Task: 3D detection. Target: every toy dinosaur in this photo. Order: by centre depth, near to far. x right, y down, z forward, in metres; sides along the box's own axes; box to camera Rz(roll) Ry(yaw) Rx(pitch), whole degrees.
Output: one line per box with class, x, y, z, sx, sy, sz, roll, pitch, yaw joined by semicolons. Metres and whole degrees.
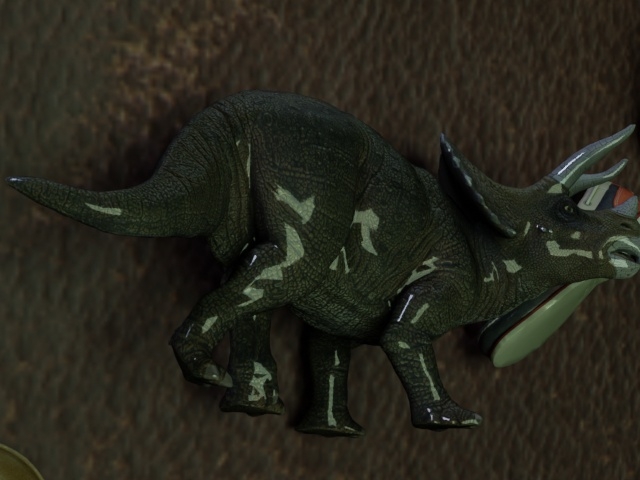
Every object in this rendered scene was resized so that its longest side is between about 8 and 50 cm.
toy dinosaur;0.000;0.000;0.561;0.314;0.121;0.160;16;70;-28

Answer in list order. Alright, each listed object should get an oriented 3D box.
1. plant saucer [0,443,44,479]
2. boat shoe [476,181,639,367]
plant saucer;-0.150;0.121;0.503;0.083;0.015;0.083;-1;92;-33
boat shoe;0.128;0.016;0.668;0.043;0.049;0.137;41;65;19
